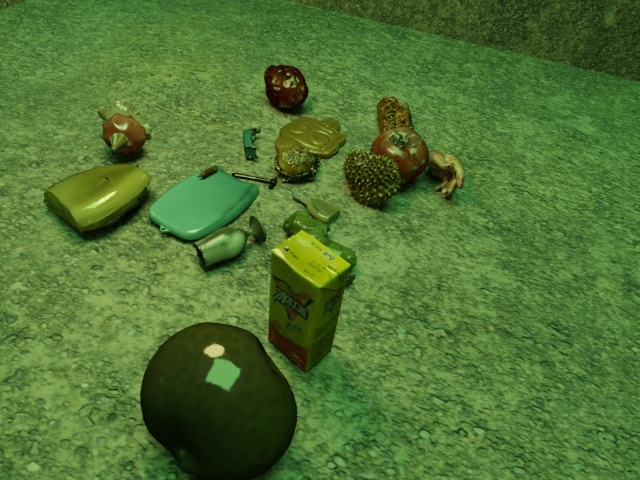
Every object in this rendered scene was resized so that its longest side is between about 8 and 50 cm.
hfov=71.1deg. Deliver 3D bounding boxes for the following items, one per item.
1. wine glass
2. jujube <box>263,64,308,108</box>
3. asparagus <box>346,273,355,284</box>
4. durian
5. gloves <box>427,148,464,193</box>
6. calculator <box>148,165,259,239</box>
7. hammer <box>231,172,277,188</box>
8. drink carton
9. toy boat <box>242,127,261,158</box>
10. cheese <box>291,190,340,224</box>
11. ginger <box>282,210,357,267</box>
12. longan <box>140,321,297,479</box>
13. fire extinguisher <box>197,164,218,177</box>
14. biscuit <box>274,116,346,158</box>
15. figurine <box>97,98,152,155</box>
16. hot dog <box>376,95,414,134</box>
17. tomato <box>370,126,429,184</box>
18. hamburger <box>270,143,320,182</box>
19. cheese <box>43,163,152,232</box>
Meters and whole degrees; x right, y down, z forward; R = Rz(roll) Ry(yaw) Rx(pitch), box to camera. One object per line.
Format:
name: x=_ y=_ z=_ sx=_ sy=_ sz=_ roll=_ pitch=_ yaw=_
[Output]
wine glass: x=-0.282 y=0.001 z=1.388 sx=0.222 sy=0.103 sz=0.103 roll=-26 pitch=54 yaw=-33
jujube: x=-0.164 y=-0.721 z=2.079 sx=0.197 sy=0.197 sz=0.290 roll=-13 pitch=40 yaw=-22
asparagus: x=0.007 y=0.150 z=1.336 sx=0.235 sy=0.027 sz=0.034 roll=-18 pitch=71 yaw=-24
durian: x=0.178 y=-0.239 z=1.637 sx=0.249 sy=0.138 sz=0.183 roll=25 pitch=74 yaw=30
gloves: x=0.500 y=-0.271 z=1.761 sx=0.126 sy=0.145 sz=0.241 roll=-14 pitch=41 yaw=-20
calculator: x=-0.402 y=-0.135 z=1.541 sx=0.256 sy=0.054 sz=0.386 roll=28 pitch=48 yaw=18
hammer: x=-0.253 y=-0.234 z=1.687 sx=0.178 sy=0.021 sz=0.065 roll=12 pitch=45 yaw=3
drink carton: x=-0.037 y=0.158 z=1.088 sx=0.154 sy=0.351 sz=0.111 roll=35 pitch=50 yaw=25
toy boat: x=-0.273 y=-0.402 z=1.815 sx=0.077 sy=0.075 sz=0.186 roll=-5 pitch=42 yaw=-10
cheese: x=-0.026 y=-0.126 z=1.604 sx=0.192 sy=0.037 sz=0.097 roll=31 pitch=47 yaw=22
ginger: x=-0.004 y=-0.004 z=1.451 sx=0.137 sy=0.089 sz=0.290 roll=-6 pitch=39 yaw=-42
longan: x=-0.211 y=0.330 z=0.946 sx=0.350 sy=0.288 sz=0.288 roll=43 pitch=53 yaw=19
fire extinguisher: x=-0.403 y=-0.243 z=1.595 sx=0.028 sy=0.022 sz=0.083 roll=-7 pitch=25 yaw=44
biscuit: x=-0.035 y=-0.445 z=1.920 sx=0.269 sy=0.051 sz=0.376 roll=32 pitch=48 yaw=20
figurine: x=-0.747 y=-0.407 z=1.695 sx=0.207 sy=0.166 sz=0.387 roll=27 pitch=24 yaw=-38
hot dog: x=0.343 y=-0.555 z=2.043 sx=0.158 sy=0.117 sz=0.349 roll=6 pitch=45 yaw=-2
tomato: x=0.310 y=-0.329 z=1.754 sx=0.231 sy=0.189 sz=0.232 roll=3 pitch=58 yaw=-5
hamburger: x=-0.090 y=-0.303 z=1.719 sx=0.189 sy=0.093 sz=0.164 roll=-15 pitch=61 yaw=-18
cheese: x=-0.702 y=-0.159 z=1.463 sx=0.259 sy=0.128 sz=0.315 roll=34 pitch=48 yaw=26
